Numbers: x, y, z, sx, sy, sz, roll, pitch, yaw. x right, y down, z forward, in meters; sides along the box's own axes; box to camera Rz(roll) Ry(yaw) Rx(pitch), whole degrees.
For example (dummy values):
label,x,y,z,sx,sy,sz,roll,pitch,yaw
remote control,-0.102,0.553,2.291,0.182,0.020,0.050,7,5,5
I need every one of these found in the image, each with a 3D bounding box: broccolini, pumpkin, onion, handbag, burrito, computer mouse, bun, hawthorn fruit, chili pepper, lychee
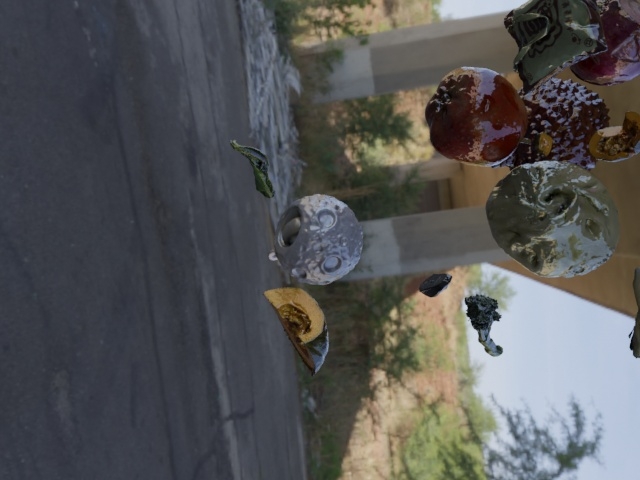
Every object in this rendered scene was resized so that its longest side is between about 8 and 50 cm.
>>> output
label,x,y,z,sx,sy,sz,roll,pitch,yaw
broccolini,0.406,0.210,1.504,0.392,0.074,0.078,43,41,-61
pumpkin,-0.042,0.253,1.775,0.278,0.111,0.162,43,-28,45
onion,0.791,-0.533,1.728,0.272,0.230,0.256,53,42,-2
handbag,0.520,-0.466,1.398,0.235,0.127,0.212,-26,-107,62
burrito,1.101,0.227,2.041,0.135,0.191,0.331,-138,-141,-64
computer mouse,0.421,0.165,2.281,0.057,0.099,0.172,51,-26,-9
bun,0.649,-0.074,1.744,0.326,0.362,0.234,-54,164,-17
hawthorn fruit,0.466,-0.334,1.779,0.287,0.331,0.287,-48,-149,43
pumpkin,0.948,-0.314,1.978,0.184,0.108,0.118,-31,-124,47
pumpkin,0.548,-0.242,1.568,0.083,0.028,0.050,25,83,-53
chili pepper,-0.190,-0.220,1.908,0.085,0.076,0.359,50,-7,16
lychee,0.857,-0.396,2.404,0.424,0.500,0.424,50,-17,21

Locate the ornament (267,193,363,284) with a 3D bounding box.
label,x,y,z,sx,sy,sz,roll,pitch,yaw
ornament,0.000,0.000,2.340,0.337,0.338,0.336,-8,90,-84
